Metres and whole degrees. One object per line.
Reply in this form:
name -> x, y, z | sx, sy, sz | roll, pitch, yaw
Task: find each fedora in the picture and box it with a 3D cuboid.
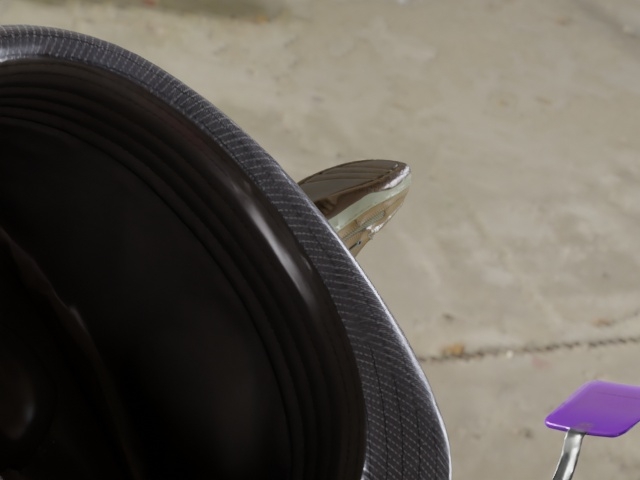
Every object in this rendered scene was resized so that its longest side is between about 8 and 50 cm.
fedora -> -0.091, 0.057, 0.588 | 0.275, 0.124, 0.243 | 45, 41, -18

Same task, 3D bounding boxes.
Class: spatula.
spatula -> 0.193, 0.207, 1.315 | 0.084, 0.030, 0.296 | 4, 40, 39

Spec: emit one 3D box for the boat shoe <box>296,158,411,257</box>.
boat shoe -> 0.000, 0.000, 1.096 | 0.068, 0.072, 0.190 | 6, 24, 41
